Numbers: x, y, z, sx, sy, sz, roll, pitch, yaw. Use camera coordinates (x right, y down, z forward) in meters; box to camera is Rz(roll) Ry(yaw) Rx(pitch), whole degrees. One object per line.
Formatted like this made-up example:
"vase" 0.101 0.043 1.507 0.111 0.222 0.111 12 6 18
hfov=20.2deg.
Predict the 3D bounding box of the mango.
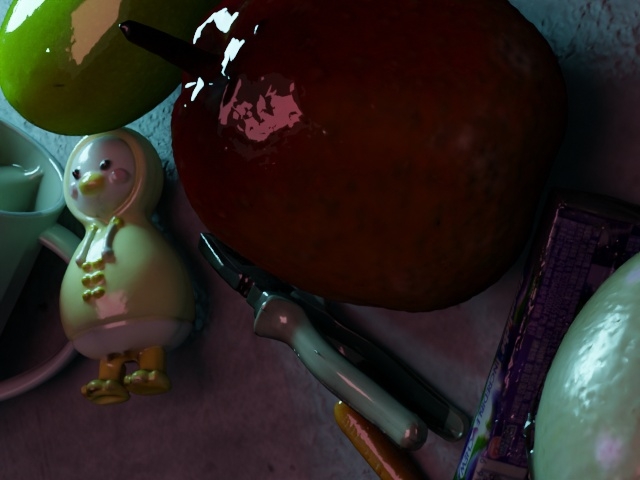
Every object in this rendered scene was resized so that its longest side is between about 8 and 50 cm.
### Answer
"mango" -0.172 -0.240 1.704 0.343 0.156 0.192 -49 57 18

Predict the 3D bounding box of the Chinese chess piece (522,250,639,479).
"Chinese chess piece" 0.304 0.152 1.166 0.146 0.349 0.349 -40 64 54

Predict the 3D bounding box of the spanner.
"spanner" -0.004 0.084 1.600 0.325 0.096 0.040 39 114 34

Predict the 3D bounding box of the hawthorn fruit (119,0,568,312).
"hawthorn fruit" 0.009 -0.103 1.425 0.285 0.369 0.284 -52 25 36

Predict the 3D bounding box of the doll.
"doll" -0.199 0.010 1.758 0.141 0.117 0.296 -18 79 31

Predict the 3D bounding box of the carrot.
"carrot" 0.075 0.208 1.577 0.190 0.037 0.037 50 121 25

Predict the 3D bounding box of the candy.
"candy" 0.180 0.112 1.440 0.061 0.088 0.312 -103 28 -72

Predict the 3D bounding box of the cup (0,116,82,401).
"cup" -0.396 0.058 1.883 0.323 0.237 0.327 30 112 5
